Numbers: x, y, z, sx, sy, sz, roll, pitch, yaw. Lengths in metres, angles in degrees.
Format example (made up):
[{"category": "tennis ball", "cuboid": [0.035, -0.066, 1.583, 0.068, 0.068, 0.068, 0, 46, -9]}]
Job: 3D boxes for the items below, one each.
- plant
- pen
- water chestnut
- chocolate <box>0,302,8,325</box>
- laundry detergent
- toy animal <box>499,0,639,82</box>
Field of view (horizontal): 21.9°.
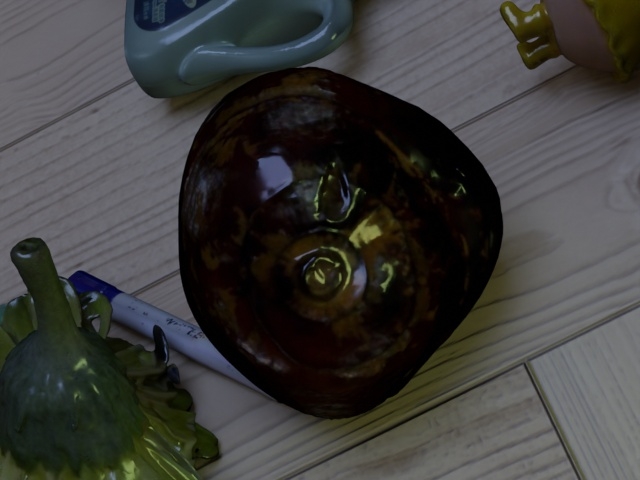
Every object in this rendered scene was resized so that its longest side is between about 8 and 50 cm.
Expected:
[{"category": "plant", "cuboid": [-0.199, 0.117, 1.360, 0.306, 0.261, 0.297, 19, 107, 22]}, {"category": "pen", "cuboid": [-0.129, 0.085, 1.487, 0.269, 0.033, 0.033, 23, 71, 33]}, {"category": "water chestnut", "cuboid": [0.000, 0.000, 1.351, 0.244, 0.289, 0.289, -26, 47, 43]}, {"category": "chocolate", "cuboid": [-0.292, 0.189, 1.455, 0.110, 0.110, 0.291, -8, 52, 20]}, {"category": "laundry detergent", "cuboid": [-0.044, -0.245, 1.612, 0.281, 0.105, 0.215, -9, 51, 17]}, {"category": "toy animal", "cuboid": [0.272, -0.218, 1.427, 0.230, 0.156, 0.156, -25, 53, 10]}]
